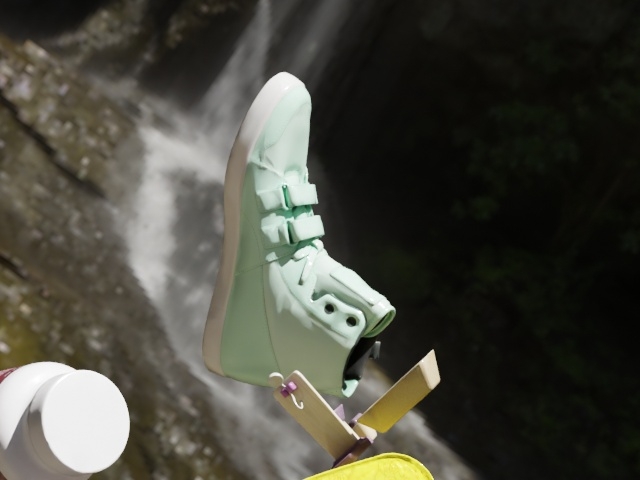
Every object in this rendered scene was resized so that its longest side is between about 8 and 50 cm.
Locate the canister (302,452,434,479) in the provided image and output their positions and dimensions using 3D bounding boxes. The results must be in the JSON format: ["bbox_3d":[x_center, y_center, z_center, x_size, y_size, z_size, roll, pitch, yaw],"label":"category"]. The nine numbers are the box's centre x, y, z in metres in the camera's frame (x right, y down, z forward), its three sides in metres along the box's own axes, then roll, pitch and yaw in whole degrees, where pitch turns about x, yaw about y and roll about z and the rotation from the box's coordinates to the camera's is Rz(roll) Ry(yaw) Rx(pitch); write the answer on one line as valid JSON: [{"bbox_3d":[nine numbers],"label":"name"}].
[{"bbox_3d":[0.006,0.214,1.054,0.170,0.126,0.073,108,-38,-62],"label":"canister"}]

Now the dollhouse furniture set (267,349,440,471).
[{"bbox_3d":[0.025,0.092,1.062,0.081,0.114,0.091,47,21,5],"label":"dollhouse furniture set"}]

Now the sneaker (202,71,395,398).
[{"bbox_3d":[0.000,0.000,1.247,0.151,0.256,0.094,13,13,21],"label":"sneaker"}]

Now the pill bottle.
[{"bbox_3d":[-0.194,0.125,1.012,0.086,0.086,0.152,37,-34,-30],"label":"pill bottle"}]
